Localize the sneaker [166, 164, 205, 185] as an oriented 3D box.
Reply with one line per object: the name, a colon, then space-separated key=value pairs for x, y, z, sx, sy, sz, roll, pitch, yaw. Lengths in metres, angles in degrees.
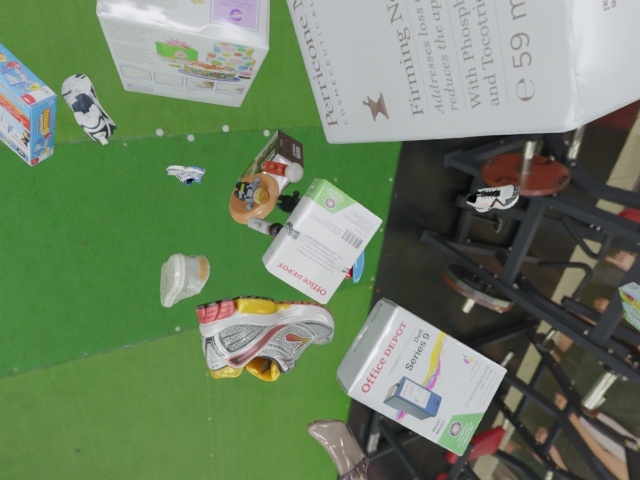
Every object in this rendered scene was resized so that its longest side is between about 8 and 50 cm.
sneaker: x=-0.423 y=-0.201 z=1.324 sx=0.052 sy=0.136 sz=0.057 roll=3 pitch=92 yaw=-68

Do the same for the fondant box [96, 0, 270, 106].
fondant box: x=-0.238 y=-0.343 z=0.762 sx=0.239 sy=0.330 sz=0.096 roll=3 pitch=91 yaw=-19

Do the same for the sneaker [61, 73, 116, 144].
sneaker: x=-0.722 y=-0.400 z=1.351 sx=0.094 sy=0.235 sz=0.153 roll=-31 pitch=157 yaw=-17

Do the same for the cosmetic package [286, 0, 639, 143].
cosmetic package: x=0.189 y=-0.317 z=0.490 sx=0.328 sy=0.394 sz=0.329 roll=-25 pitch=110 yaw=-21

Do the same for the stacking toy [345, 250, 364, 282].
stacking toy: x=-0.011 y=0.038 z=1.362 sx=0.302 sy=0.166 sz=0.175 roll=0 pitch=98 yaw=6

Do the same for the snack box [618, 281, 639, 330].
snack box: x=0.709 y=0.166 z=0.914 sx=0.037 sy=0.141 sz=0.100 roll=-26 pitch=112 yaw=8

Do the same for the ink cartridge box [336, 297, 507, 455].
ink cartridge box: x=0.155 y=0.211 z=0.679 sx=0.213 sy=0.093 sz=0.154 roll=32 pitch=85 yaw=-7

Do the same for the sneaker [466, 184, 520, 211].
sneaker: x=0.314 y=-0.079 z=0.786 sx=0.044 sy=0.109 sz=0.040 roll=21 pitch=71 yaw=-22

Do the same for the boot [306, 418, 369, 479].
boot: x=0.029 y=0.298 z=0.589 sx=0.042 sy=0.086 sz=0.118 roll=-34 pitch=140 yaw=21

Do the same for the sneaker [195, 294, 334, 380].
sneaker: x=-0.060 y=0.124 z=0.527 sx=0.088 sy=0.092 sz=0.225 roll=-16 pitch=162 yaw=33

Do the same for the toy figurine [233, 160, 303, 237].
toy figurine: x=-0.136 y=-0.125 z=1.321 sx=0.209 sy=0.148 sz=0.212 roll=-42 pitch=133 yaw=-32

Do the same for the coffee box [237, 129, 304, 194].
coffee box: x=-0.199 y=-0.254 z=1.645 sx=0.119 sy=0.168 sz=0.297 roll=28 pitch=128 yaw=-28

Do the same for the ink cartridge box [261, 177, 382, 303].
ink cartridge box: x=0.000 y=0.000 z=1.144 sx=0.198 sy=0.115 sz=0.272 roll=34 pitch=91 yaw=-18

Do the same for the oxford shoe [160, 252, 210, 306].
oxford shoe: x=-0.490 y=0.142 z=1.515 sx=0.130 sy=0.449 sz=0.168 roll=-1 pitch=76 yaw=-29

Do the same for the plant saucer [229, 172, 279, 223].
plant saucer: x=-0.236 y=-0.151 z=1.472 sx=0.200 sy=0.200 sz=0.037 roll=-45 pitch=143 yaw=0

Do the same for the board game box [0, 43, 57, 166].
board game box: x=-0.936 y=-0.423 z=1.261 sx=0.308 sy=0.302 sz=0.086 roll=44 pitch=50 yaw=-7
